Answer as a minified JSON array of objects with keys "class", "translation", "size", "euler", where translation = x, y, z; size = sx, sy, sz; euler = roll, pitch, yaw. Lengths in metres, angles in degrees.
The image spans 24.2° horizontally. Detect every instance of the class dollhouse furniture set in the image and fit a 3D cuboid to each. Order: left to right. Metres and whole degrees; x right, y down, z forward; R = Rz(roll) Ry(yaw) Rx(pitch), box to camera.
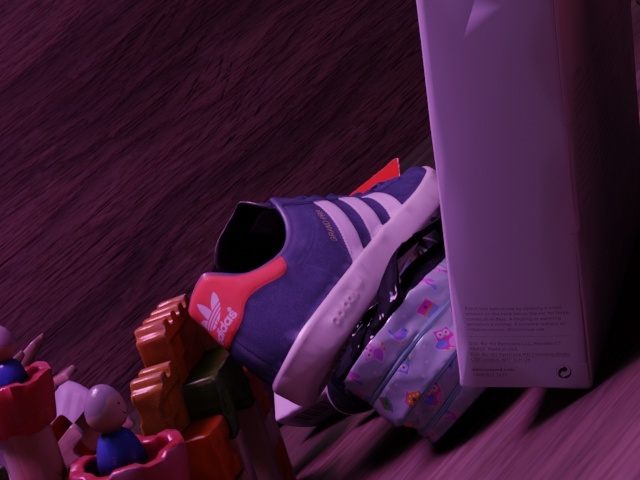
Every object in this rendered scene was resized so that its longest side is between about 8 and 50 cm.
[{"class":"dollhouse furniture set","translation":[-0.305,0.271,1.711],"size":[0.135,0.262,0.259],"euler":[-43,4,14]}]

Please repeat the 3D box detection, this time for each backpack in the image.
[{"class":"backpack","translation":[0.088,0.072,1.142],"size":[0.152,0.115,0.182],"euler":[-62,-9,20]}]

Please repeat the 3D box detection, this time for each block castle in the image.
[{"class":"block castle","translation":[-0.201,0.184,1.245],"size":[0.303,0.213,0.453],"euler":[-15,9,9]}]

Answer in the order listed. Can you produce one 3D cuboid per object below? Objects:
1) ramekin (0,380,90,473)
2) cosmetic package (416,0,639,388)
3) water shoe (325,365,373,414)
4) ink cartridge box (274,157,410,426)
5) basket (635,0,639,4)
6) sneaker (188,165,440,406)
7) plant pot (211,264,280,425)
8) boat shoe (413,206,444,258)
[{"class":"ramekin","translation":[-0.375,0.318,1.928],"size":[0.273,0.273,0.127],"euler":[-41,16,4]},{"class":"cosmetic package","translation":[0.167,-0.099,1.087],"size":[0.097,0.285,0.377],"euler":[0,19,18]},{"class":"water shoe","translation":[0.063,0.108,1.318],"size":[0.203,0.073,0.080],"euler":[-39,7,38]},{"class":"ink cartridge box","translation":[0.018,0.052,1.523],"size":[0.066,0.232,0.189],"euler":[10,-31,-34]},{"class":"basket","translation":[0.341,-0.227,0.919],"size":[0.299,0.223,0.213],"euler":[-30,7,-8]},{"class":"sneaker","translation":[0.000,0.000,1.309],"size":[0.131,0.148,0.350],"euler":[-64,-8,30]},{"class":"plant pot","translation":[-0.074,0.122,1.773],"size":[0.167,0.188,0.187],"euler":[-54,7,-12]},{"class":"boat shoe","translation":[0.145,-0.004,1.519],"size":[0.113,0.105,0.306],"euler":[-11,3,-20]}]
